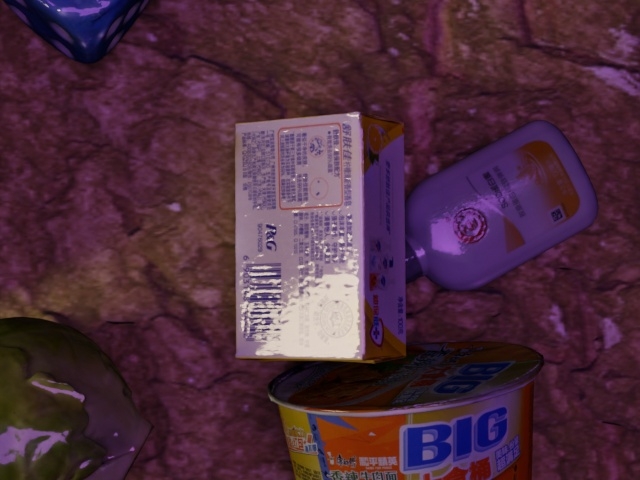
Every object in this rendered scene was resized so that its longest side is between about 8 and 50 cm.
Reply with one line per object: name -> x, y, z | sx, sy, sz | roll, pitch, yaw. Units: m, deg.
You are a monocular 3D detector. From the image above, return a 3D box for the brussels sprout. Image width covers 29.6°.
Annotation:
brussels sprout -> -0.301, 0.188, 1.236 | 0.244, 0.244, 0.244 | 0, 87, -8

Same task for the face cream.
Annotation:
face cream -> 0.169, -0.020, 1.389 | 0.291, 0.071, 0.144 | -27, 90, -8

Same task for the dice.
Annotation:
dice -> -0.262, -0.287, 1.304 | 0.146, 0.146, 0.143 | 39, 81, -4

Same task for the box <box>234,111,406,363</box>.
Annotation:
box -> 0.000, 0.000, 1.314 | 0.168, 0.097, 0.265 | -4, 86, 30

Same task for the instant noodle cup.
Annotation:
instant noodle cup -> 0.099, 0.238, 1.270 | 0.296, 0.296, 0.214 | -8, 96, -8
